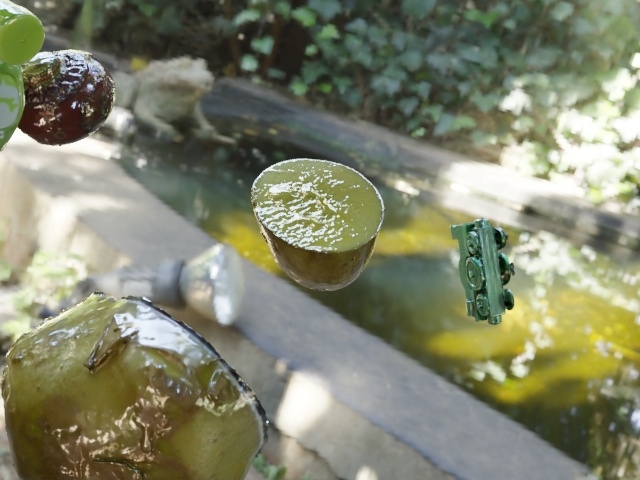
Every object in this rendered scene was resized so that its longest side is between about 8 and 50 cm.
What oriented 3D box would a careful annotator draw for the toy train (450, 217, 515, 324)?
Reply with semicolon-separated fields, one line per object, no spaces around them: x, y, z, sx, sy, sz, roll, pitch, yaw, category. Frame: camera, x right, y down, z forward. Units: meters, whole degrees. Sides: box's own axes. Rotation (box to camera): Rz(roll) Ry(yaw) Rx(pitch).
0.268;0.051;1.823;0.071;0.178;0.104;-9;3;-22;toy train

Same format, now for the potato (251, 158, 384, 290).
0.000;0.000;1.562;0.203;0.158;0.178;26;50;29;potato

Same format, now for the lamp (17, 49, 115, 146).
-0.378;-0.215;1.584;0.156;0.135;0.157;28;61;36;lamp

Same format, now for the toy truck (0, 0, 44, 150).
-0.376;-0.197;1.127;0.148;0.210;0.187;-2;46;-46;toy truck

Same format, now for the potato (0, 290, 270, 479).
-0.204;0.194;1.119;0.300;0.196;0.246;4;-45;53;potato
